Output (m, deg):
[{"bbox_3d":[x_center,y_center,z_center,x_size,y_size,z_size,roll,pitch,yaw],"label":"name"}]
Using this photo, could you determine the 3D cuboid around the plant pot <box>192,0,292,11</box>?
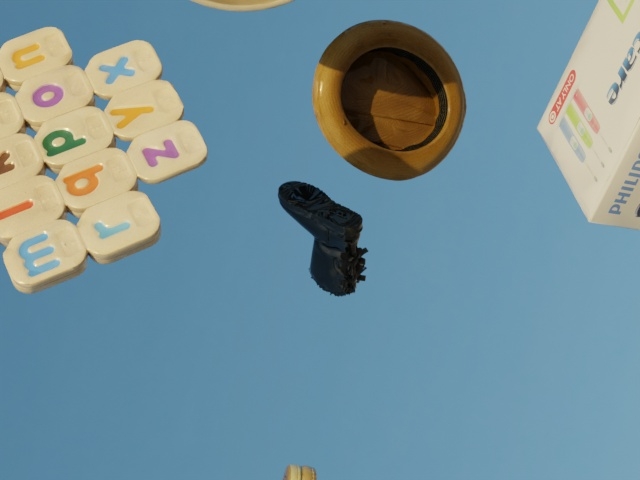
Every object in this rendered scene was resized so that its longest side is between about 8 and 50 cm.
[{"bbox_3d":[-0.086,-0.403,1.949,0.274,0.256,0.256,-101,9,-67],"label":"plant pot"}]

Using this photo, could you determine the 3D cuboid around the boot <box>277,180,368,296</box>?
[{"bbox_3d":[0.000,0.000,2.026,0.045,0.121,0.099,-35,-38,-38],"label":"boot"}]

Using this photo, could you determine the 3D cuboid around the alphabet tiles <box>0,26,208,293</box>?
[{"bbox_3d":[-0.256,-0.079,1.695,0.278,0.284,0.021,-23,-35,-11],"label":"alphabet tiles"}]

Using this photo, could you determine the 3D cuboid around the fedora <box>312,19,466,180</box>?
[{"bbox_3d":[0.069,-0.158,2.105,0.194,0.079,0.194,0,-91,-24],"label":"fedora"}]

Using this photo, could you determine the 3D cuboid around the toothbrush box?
[{"bbox_3d":[0.332,-0.107,1.320,0.283,0.122,0.206,7,-55,-23],"label":"toothbrush box"}]

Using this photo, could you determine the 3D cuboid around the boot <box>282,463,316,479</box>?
[{"bbox_3d":[0.061,0.362,2.029,0.095,0.203,0.262,-92,-5,-82],"label":"boot"}]
